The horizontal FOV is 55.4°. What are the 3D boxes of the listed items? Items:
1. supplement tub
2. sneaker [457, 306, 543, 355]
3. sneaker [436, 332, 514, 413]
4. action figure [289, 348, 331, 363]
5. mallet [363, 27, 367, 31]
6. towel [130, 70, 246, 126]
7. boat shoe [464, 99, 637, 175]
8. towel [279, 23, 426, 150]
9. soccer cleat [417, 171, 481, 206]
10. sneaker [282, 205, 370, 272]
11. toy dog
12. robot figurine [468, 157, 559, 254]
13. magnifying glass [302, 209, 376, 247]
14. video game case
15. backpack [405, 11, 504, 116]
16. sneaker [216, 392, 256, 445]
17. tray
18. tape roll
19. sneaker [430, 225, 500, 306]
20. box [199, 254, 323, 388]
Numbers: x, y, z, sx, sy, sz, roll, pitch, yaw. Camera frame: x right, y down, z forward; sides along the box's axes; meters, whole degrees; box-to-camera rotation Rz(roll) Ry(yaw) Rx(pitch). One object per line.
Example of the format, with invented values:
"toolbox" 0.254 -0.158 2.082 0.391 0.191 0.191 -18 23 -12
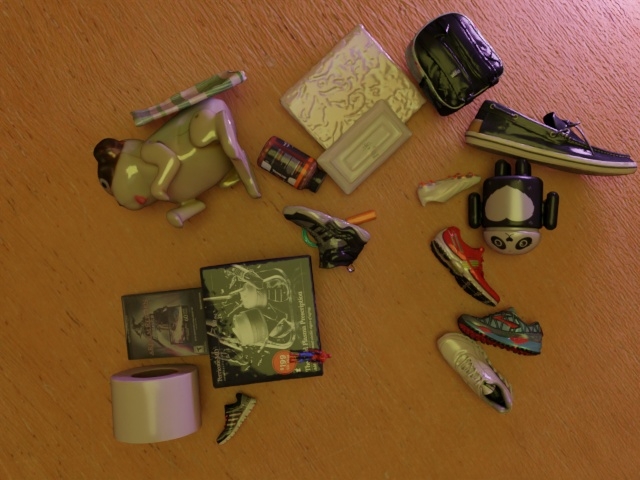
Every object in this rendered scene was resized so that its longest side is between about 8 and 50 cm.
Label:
"supplement tub" -0.081 -0.219 1.806 0.198 0.106 0.106 31 89 0
"sneaker" 0.537 0.255 1.826 0.262 0.104 0.125 19 72 -4
"sneaker" 0.461 0.389 1.793 0.292 0.118 0.110 45 104 2
"action figure" -0.027 0.317 1.663 0.115 0.030 0.038 1 95 -7
"mallet" 0.156 -0.552 1.851 0.062 0.039 0.189 -34 94 0
"towel" -0.378 -0.406 1.721 0.325 0.248 0.038 -26 112 -11
"boat shoe" 0.680 -0.293 1.780 0.500 0.187 0.156 16 95 5
"towel" 0.100 -0.417 1.822 0.332 0.053 0.317 -44 97 0
"soccer cleat" 0.388 -0.154 1.835 0.196 0.068 0.076 -13 104 0
"sneaker" 0.000 0.000 1.783 0.269 0.101 0.153 20 88 -3
"toy dog" -0.428 -0.234 1.720 0.408 0.284 0.395 -21 68 0
"robot figurine" 0.558 -0.095 1.776 0.174 0.209 0.278 3 89 -24
"magnifying glass" 0.056 -0.044 1.846 0.231 0.026 0.092 -18 89 -2
"video game case" -0.454 0.247 1.800 0.274 0.026 0.196 -7 89 15
"backpack" 0.374 -0.518 1.772 0.225 0.191 0.253 -37 97 -3
"sneaker" -0.266 0.527 1.818 0.075 0.063 0.170 36 84 0
"tray" 0.133 -0.275 1.791 0.270 0.030 0.145 -44 102 -2
"tape roll" -0.463 0.455 1.725 0.246 0.246 0.169 -3 89 -1
"sneaker" 0.454 0.074 1.813 0.118 0.107 0.279 -40 92 -10
"box" -0.164 0.226 1.764 0.313 0.179 0.343 -7 89 0
